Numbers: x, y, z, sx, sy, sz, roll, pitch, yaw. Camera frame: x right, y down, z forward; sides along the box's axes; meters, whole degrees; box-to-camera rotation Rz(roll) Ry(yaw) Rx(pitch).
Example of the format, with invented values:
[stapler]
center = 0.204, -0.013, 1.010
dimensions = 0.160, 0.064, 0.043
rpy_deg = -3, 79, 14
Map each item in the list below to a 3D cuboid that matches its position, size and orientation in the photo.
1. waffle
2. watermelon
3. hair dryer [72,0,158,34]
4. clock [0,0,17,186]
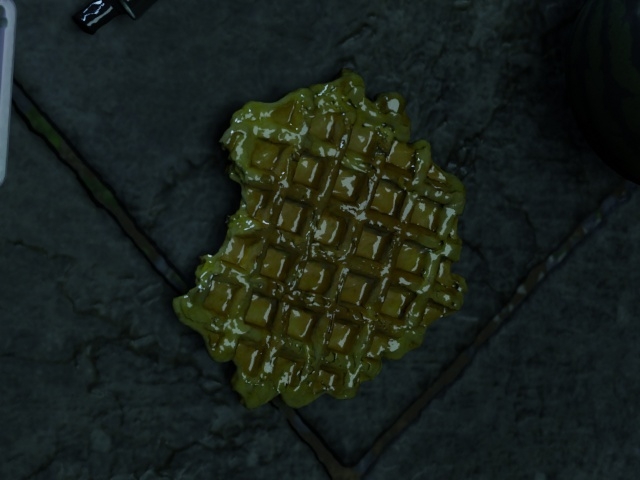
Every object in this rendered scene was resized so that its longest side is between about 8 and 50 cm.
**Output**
[waffle]
center = -0.001, 0.000, 1.563
dimensions = 0.291, 0.051, 0.291
rpy_deg = -3, 96, -26
[watermelon]
center = 0.309, -0.145, 1.622
dimensions = 0.212, 0.212, 0.212
rpy_deg = -2, 95, -27
[hair dryer]
center = -0.078, -0.300, 1.427
dimensions = 0.284, 0.156, 0.320
rpy_deg = -46, 132, -23
[clock]
center = -0.326, -0.112, 1.383
dimensions = 0.197, 0.063, 0.150
rpy_deg = 2, 93, -27
